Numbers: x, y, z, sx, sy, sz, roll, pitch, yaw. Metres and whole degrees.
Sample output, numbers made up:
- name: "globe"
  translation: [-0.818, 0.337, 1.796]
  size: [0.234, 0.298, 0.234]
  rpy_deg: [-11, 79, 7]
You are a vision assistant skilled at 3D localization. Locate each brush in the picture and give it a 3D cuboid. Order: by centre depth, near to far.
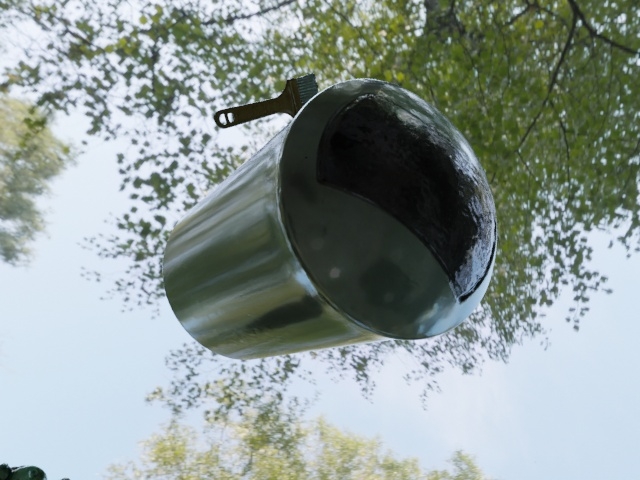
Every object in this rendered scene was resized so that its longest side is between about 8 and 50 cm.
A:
- name: "brush"
  translation: [-0.090, -0.234, 1.220]
  size: [0.218, 0.082, 0.010]
  rpy_deg: [-22, -160, -29]

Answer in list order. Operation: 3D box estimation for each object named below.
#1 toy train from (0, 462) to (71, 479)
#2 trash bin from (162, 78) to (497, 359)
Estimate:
- name: "toy train"
  translation: [-0.337, 0.295, 0.742]
  size: [0.194, 0.081, 0.125]
  rpy_deg: [-26, -75, 30]
- name: "trash bin"
  translation: [0.000, 0.000, 0.834]
  size: [0.432, 0.280, 0.280]
  rpy_deg: [-25, -120, 53]
